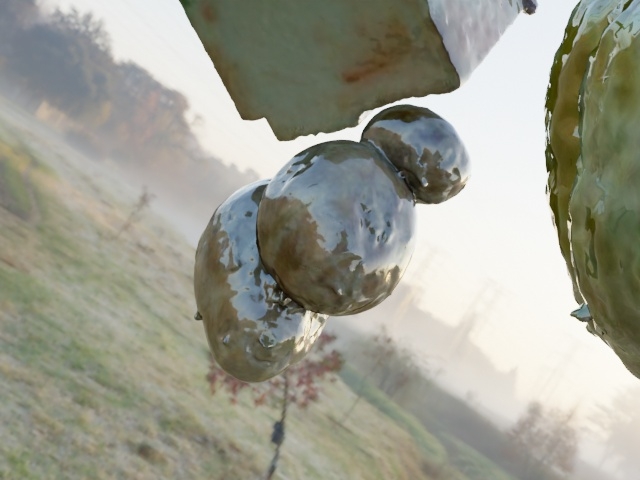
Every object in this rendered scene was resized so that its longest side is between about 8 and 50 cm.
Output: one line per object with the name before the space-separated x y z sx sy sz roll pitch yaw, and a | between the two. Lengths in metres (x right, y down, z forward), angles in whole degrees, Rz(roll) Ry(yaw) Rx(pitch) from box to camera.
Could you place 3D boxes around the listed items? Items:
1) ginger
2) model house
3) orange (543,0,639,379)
ginger | 0.000 0.000 0.852 0.155 0.244 0.304 47 -48 -14
model house | 0.055 -0.280 0.985 0.312 0.280 0.245 -6 -57 42
orange | 0.222 -0.030 0.334 0.210 0.270 0.369 -19 9 -37
